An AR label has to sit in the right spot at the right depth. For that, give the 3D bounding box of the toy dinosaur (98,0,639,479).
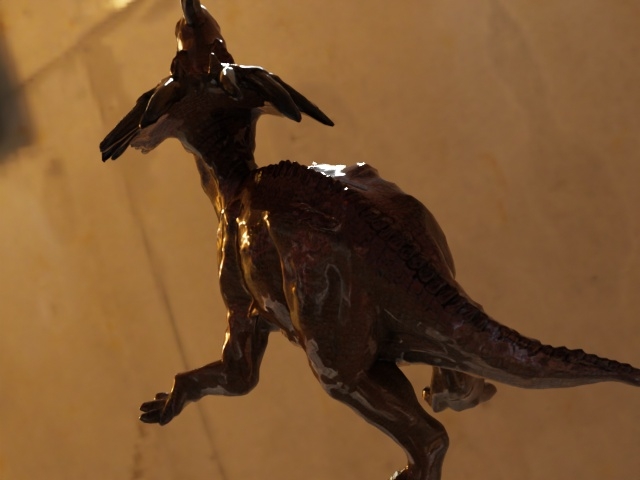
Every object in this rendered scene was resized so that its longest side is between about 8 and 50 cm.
[{"bbox_3d":[0.000,0.000,0.716,0.295,0.127,0.200,20,-53,43],"label":"toy dinosaur"}]
